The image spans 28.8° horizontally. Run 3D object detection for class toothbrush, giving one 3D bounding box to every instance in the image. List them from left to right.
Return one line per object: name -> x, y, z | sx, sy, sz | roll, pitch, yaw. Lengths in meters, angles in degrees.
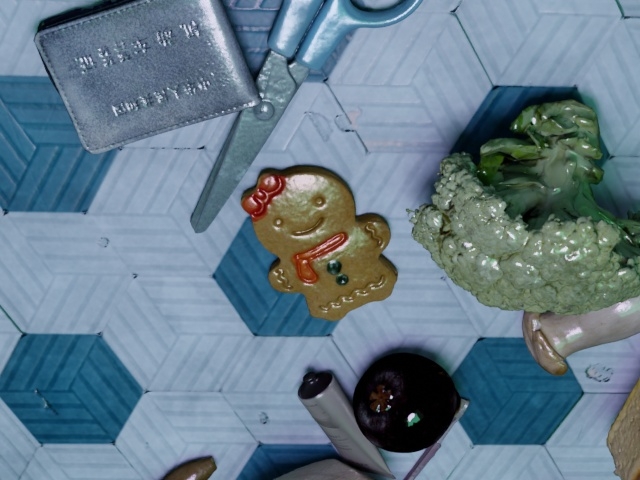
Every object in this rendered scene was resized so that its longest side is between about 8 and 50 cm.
toothbrush -> 0.148, 0.288, 1.699 | 0.017, 0.014, 0.194 | 24, 115, -15

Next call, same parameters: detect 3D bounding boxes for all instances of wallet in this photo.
wallet -> -0.195, -0.194, 1.395 | 0.222, 0.036, 0.167 | -14, 117, 13

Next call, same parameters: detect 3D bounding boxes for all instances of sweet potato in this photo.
sweet potato -> -0.237, 0.377, 1.692 | 0.244, 0.077, 0.077 | -35, 115, 16

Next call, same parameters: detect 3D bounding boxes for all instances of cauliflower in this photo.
cauliflower -> 0.254, -0.039, 1.443 | 0.272, 0.275, 0.250 | 6, 80, 28

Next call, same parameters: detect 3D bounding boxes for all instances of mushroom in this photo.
mushroom -> 0.352, 0.087, 1.559 | 0.212, 0.088, 0.097 | -26, 118, 12

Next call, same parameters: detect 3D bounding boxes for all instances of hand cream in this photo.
hand cream -> 0.028, 0.245, 1.643 | 0.054, 0.087, 0.186 | -47, 119, -30

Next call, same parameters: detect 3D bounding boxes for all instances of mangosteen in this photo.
mangosteen -> 0.116, 0.211, 1.602 | 0.137, 0.137, 0.151 | -39, 146, 17

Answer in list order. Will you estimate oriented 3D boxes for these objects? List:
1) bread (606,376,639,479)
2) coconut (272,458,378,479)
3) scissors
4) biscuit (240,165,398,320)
bread -> 0.565, 0.194, 1.572 | 0.324, 0.143, 0.333 | 9, 119, -21
coconut -> 0.012, 0.400, 1.645 | 0.234, 0.224, 0.224 | 3, 128, -51
scissors -> -0.046, -0.184, 1.423 | 0.193, 0.029, 0.447 | 25, 115, -15
biscuit -> 0.000, 0.000, 1.524 | 0.166, 0.036, 0.225 | -24, 117, 11
